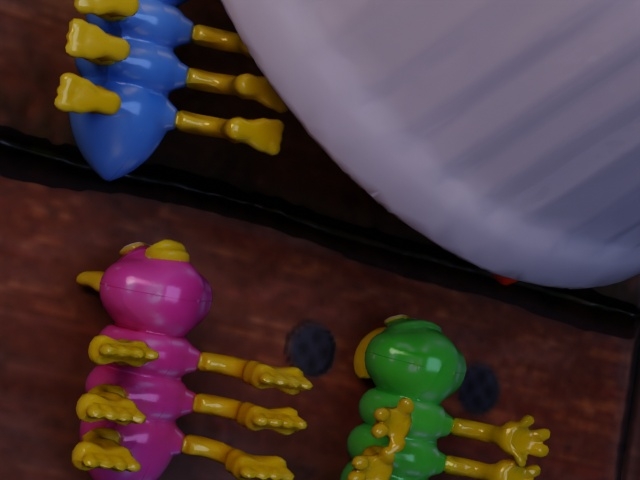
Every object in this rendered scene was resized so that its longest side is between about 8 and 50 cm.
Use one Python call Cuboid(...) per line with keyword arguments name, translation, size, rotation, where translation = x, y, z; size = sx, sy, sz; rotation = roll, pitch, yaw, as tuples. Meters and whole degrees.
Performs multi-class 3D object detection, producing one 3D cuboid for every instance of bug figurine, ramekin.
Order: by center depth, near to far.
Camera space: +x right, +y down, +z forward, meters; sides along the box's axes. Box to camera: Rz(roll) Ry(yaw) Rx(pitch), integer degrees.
Cuboid(name="ramekin", translation=(0.095, -0.135, 0.674), size=(0.277, 0.135, 0.277), rotation=(21, 55, -34))
Cuboid(name="bug figurine", translation=(0.000, 0.000, 0.700), size=(0.279, 0.072, 0.216), rotation=(16, 86, -38))
